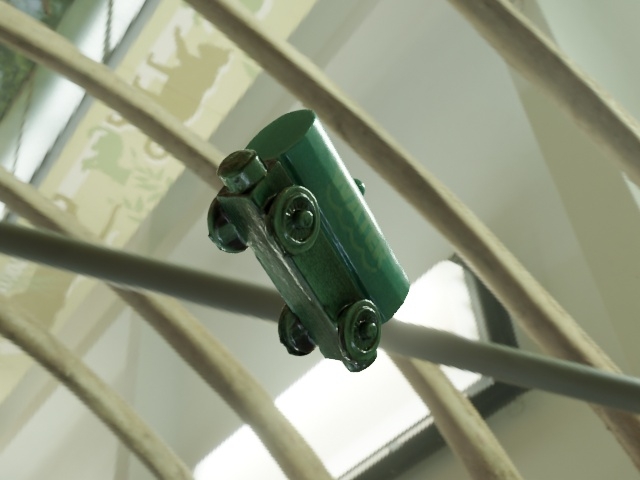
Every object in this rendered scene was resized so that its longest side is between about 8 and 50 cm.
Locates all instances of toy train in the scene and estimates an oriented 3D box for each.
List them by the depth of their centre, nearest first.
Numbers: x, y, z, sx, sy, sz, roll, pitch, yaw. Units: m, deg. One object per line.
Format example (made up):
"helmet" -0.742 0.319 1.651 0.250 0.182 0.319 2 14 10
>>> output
"toy train" 0.000 0.000 0.811 0.101 0.248 0.159 -2 -138 39
